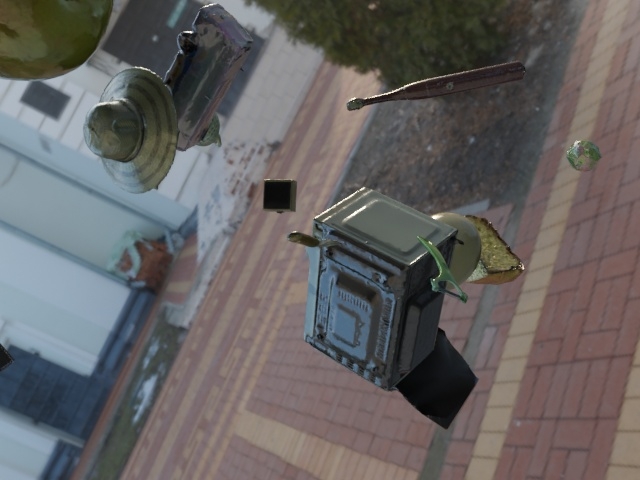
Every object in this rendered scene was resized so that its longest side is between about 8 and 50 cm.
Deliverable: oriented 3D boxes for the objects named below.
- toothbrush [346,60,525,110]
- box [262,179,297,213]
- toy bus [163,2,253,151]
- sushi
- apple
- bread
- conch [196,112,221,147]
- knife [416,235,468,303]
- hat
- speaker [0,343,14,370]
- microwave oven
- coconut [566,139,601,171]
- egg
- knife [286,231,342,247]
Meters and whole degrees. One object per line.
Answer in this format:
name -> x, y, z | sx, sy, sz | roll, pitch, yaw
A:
toothbrush -> 0.230, -0.311, 1.507 | 0.041, 0.363, 0.041 | -10, -90, -82
box -> -0.101, -0.108, 1.837 | 0.035, 0.079, 0.083 | 11, -99, -70
toy bus -> -0.266, -0.345, 1.603 | 0.317, 0.138, 0.112 | -53, -1, 32
sushi -> 0.309, 0.367, 2.038 | 0.215, 0.227, 0.212 | -55, -17, -7
apple -> -0.533, -0.451, 1.296 | 0.338, 0.305, 0.339 | -43, -38, -47
bread -> 0.441, 0.051, 2.037 | 0.260, 0.129, 0.134 | -123, 29, -48
conch -> -0.350, -0.327, 2.131 | 0.102, 0.135, 0.153 | -31, -39, -27
knife -> 0.198, 0.040, 1.236 | 0.023, 0.078, 0.166 | -49, 30, 23
hat -> -0.395, -0.210, 1.429 | 0.110, 0.252, 0.252 | -8, -42, -54
speaker -> -0.677, 0.164, 1.423 | 0.044, 0.218, 0.082 | -42, 7, -26
microwave oven -> 0.118, 0.112, 1.638 | 0.218, 0.286, 0.355 | -32, -40, -41
coconut -> 0.641, -0.207, 1.809 | 0.082, 0.081, 0.083 | 101, 171, -59
egg -> 0.308, 0.034, 1.892 | 0.242, 0.186, 0.186 | -48, 4, -30
knife -> 0.001, 0.003, 1.326 | 0.298, 0.047, 0.017 | 19, -126, -76
